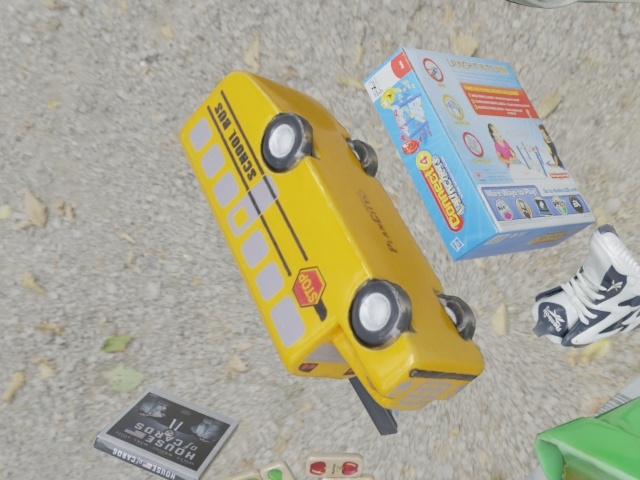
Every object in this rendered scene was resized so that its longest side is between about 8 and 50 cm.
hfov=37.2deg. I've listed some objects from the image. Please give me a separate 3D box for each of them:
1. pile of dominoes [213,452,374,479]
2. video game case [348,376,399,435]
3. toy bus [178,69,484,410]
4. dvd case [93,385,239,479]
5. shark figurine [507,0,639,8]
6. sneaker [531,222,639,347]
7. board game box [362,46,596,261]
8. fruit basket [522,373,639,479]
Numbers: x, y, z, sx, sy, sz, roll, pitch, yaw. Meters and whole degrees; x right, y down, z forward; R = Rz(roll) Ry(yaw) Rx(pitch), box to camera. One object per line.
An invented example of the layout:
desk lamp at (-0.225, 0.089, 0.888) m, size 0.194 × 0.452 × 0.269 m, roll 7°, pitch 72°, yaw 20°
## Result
pile of dominoes at (-0.008, 0.331, 1.011) m, size 0.196 × 0.040 × 0.251 m, roll -21°, pitch 121°, yaw 9°
video game case at (0.081, 0.149, 1.614) m, size 0.035 × 0.275 × 0.248 m, roll -12°, pitch 39°, yaw 20°
toy bus at (0.000, 0.000, 0.808) m, size 0.130 × 0.108 × 0.332 m, roll -43°, pitch 57°, yaw 25°
dvd case at (-0.253, 0.327, 1.604) m, size 0.179 × 0.239 × 0.029 m, roll 21°, pitch 104°, yaw 6°
shark figurine at (0.208, -0.176, 0.433) m, size 0.278 × 0.166 × 0.116 m, roll -23°, pitch 55°, yaw 48°
sneaker at (0.345, 0.077, 1.251) m, size 0.153 × 0.235 × 0.094 m, roll -29°, pitch 62°, yaw 8°
board game box at (0.244, -0.131, 1.422) m, size 0.086 × 0.308 × 0.302 m, roll -37°, pitch 70°, yaw 36°
fruit basket at (0.128, 0.207, 0.321) m, size 0.353 × 0.327 × 0.165 m, roll -42°, pitch 117°, yaw -17°
